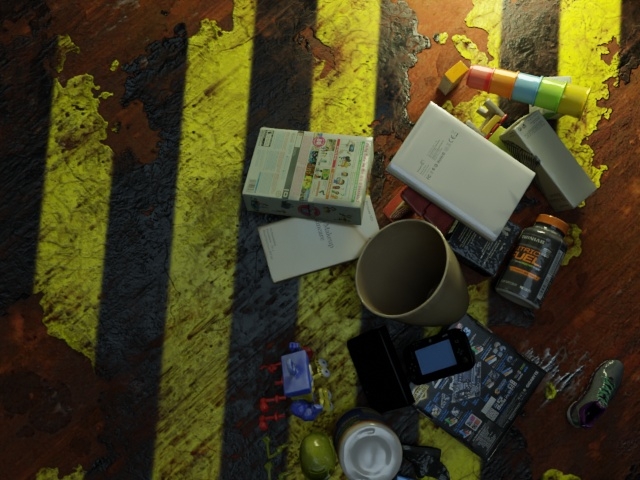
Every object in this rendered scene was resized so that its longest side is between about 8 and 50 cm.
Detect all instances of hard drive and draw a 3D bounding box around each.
[{"bbox_3d":[0.348,-0.170,1.613,0.318,0.040,0.210,34,78,-2],"label":"hard drive"}]

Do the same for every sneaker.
[{"bbox_3d":[0.266,0.597,1.740,0.170,0.051,0.089,9,81,-6],"label":"sneaker"},{"bbox_3d":[0.769,0.423,1.763,0.083,0.098,0.224,37,85,0],"label":"sneaker"}]

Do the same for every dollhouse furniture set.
[{"bbox_3d":[0.355,-0.172,1.738,0.152,0.201,0.374,43,78,0],"label":"dollhouse furniture set"}]

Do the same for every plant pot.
[{"bbox_3d":[0.269,0.116,1.660,0.256,0.274,0.256,-19,56,31],"label":"plant pot"}]

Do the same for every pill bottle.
[{"bbox_3d":[0.583,0.053,1.763,0.130,0.130,0.246,27,84,-1],"label":"pill bottle"},{"bbox_3d":[0.108,0.503,1.626,0.152,0.272,0.152,0,87,-4],"label":"pill bottle"}]

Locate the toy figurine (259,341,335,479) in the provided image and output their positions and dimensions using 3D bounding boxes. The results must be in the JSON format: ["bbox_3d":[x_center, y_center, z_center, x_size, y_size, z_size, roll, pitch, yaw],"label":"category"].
[{"bbox_3d":[-0.074,0.379,1.570,0.191,0.217,0.362,-8,48,3],"label":"toy figurine"}]

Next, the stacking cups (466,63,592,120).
[{"bbox_3d":[0.553,-0.408,1.739,0.316,0.096,0.096,21,84,19],"label":"stacking cups"}]

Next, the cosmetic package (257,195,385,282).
[{"bbox_3d":[0.000,0.000,1.738,0.309,0.113,0.160,-17,86,-4],"label":"cosmetic package"}]

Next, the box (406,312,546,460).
[{"bbox_3d":[0.407,0.386,1.755,0.293,0.073,0.295,36,85,0],"label":"box"}]

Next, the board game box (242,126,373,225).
[{"bbox_3d":[-0.027,-0.170,1.689,0.303,0.097,0.224,7,62,10],"label":"board game box"}]

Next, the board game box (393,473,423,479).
[{"bbox_3d":[0.284,0.732,1.737,0.211,0.039,0.160,16,85,-3],"label":"board game box"}]

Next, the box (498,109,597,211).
[{"bbox_3d":[0.624,-0.216,1.787,0.094,0.113,0.275,-38,91,-7],"label":"box"}]

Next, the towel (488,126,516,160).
[{"bbox_3d":[0.484,-0.202,1.832,0.102,0.021,0.237,30,83,-7],"label":"towel"}]

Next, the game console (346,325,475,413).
[{"bbox_3d":[0.229,0.302,1.645,0.044,0.361,0.213,-11,76,-48],"label":"game console"}]

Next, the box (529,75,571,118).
[{"bbox_3d":[0.642,-0.396,1.814,0.087,0.101,0.102,-5,88,-4],"label":"box"}]

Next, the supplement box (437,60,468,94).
[{"bbox_3d":[0.368,-0.450,1.801,0.062,0.098,0.036,-41,86,-5],"label":"supplement box"}]

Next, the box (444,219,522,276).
[{"bbox_3d":[0.434,-0.006,1.775,0.158,0.093,0.156,32,84,0],"label":"box"}]
